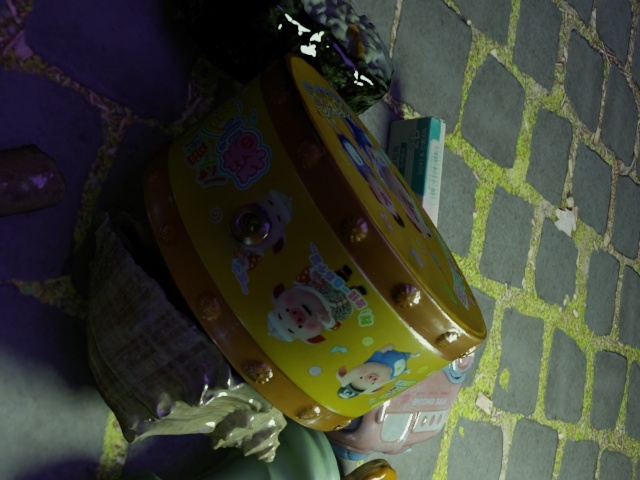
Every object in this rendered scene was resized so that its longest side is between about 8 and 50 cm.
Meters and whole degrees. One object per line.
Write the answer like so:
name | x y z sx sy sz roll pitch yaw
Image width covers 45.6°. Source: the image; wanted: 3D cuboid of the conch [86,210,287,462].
conch | -0.178 0.136 0.900 0.352 0.297 0.210 38 81 0

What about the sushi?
sushi | -0.053 -0.297 1.059 0.350 0.171 0.211 38 35 -35

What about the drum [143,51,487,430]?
drum | 0.000 0.000 0.920 0.431 0.214 0.431 51 15 -20

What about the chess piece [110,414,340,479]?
chess piece | -0.139 0.339 0.982 0.299 0.194 0.195 -4 93 -38

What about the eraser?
eraser | 0.163 -0.103 1.347 0.052 0.095 0.225 12 81 -45

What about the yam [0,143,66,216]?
yam | -0.427 -0.030 0.743 0.356 0.081 0.081 -20 105 -45

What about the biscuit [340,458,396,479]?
biscuit | 0.052 0.420 1.208 0.170 0.050 0.170 -27 147 -19

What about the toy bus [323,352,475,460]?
toy bus | 0.098 0.235 1.222 0.294 0.197 0.232 11 92 -48
